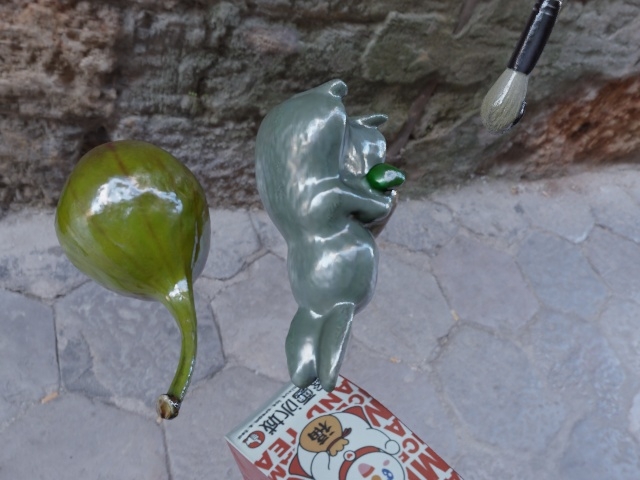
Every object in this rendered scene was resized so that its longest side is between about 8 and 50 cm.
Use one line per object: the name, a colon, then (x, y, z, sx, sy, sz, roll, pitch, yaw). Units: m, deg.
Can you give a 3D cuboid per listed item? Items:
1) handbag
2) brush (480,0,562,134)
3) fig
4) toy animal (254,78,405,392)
handbag: (0.046, 0.283, 0.663, 0.171, 0.151, 0.298, -36, 37, -30)
brush: (0.224, -0.238, 0.538, 0.039, 0.299, 0.042, 14, 27, -12)
fig: (-0.127, 0.024, 0.441, 0.124, 0.124, 0.236, -9, 51, -30)
toy animal: (0.005, -0.004, 0.483, 0.108, 0.138, 0.237, 2, 88, -55)
